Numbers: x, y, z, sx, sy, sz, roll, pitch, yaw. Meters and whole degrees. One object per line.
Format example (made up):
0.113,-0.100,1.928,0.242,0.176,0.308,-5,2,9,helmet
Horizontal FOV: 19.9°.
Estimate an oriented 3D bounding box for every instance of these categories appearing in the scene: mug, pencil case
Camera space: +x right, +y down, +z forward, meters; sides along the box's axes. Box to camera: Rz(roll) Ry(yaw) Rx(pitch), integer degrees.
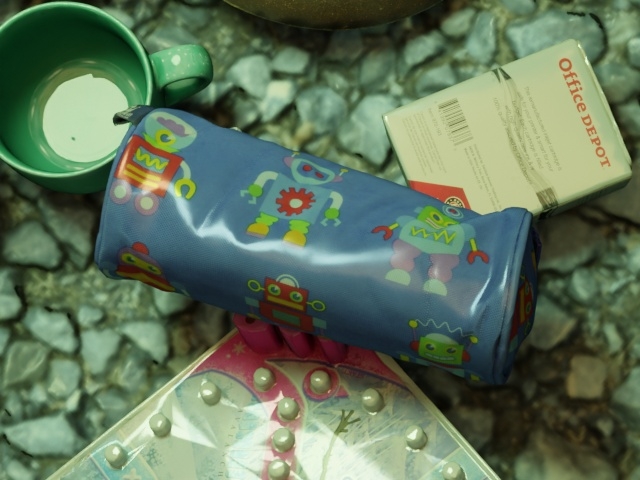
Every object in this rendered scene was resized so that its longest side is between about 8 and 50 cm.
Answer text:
-0.165,-0.094,1.322,0.157,0.097,0.129,19,83,7,mug
0.000,0.000,1.230,0.306,0.119,0.133,16,54,12,pencil case

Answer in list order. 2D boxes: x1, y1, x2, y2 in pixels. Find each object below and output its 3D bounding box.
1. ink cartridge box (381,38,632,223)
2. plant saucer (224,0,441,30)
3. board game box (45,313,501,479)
0.133,-0.064,1.306,0.150,0.063,0.109,-21,80,2,ink cartridge box
0.007,-0.308,1.330,0.310,0.050,0.311,2,78,-9,plant saucer
-0.047,0.259,1.203,0.390,0.050,0.390,-39,60,-6,board game box
